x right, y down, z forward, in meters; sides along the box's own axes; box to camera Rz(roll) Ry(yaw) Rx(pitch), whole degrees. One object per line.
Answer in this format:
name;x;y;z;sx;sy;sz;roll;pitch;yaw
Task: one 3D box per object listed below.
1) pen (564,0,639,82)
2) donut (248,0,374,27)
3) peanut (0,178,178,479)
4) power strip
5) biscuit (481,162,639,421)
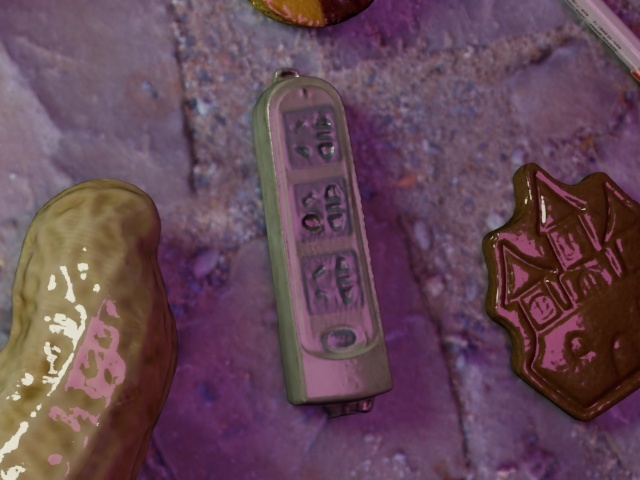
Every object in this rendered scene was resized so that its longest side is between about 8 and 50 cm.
pen;0.239;-0.192;1.701;0.239;0.028;0.028;44;73;-12
donut;-0.009;-0.236;1.594;0.140;0.059;0.140;2;84;-21
peanut;-0.190;0.109;1.460;0.153;0.140;0.325;5;72;22
power strip;-0.001;0.000;1.587;0.080;0.048;0.285;-7;87;-22
biscuit;0.221;0.032;1.672;0.182;0.034;0.215;-30;97;-21
